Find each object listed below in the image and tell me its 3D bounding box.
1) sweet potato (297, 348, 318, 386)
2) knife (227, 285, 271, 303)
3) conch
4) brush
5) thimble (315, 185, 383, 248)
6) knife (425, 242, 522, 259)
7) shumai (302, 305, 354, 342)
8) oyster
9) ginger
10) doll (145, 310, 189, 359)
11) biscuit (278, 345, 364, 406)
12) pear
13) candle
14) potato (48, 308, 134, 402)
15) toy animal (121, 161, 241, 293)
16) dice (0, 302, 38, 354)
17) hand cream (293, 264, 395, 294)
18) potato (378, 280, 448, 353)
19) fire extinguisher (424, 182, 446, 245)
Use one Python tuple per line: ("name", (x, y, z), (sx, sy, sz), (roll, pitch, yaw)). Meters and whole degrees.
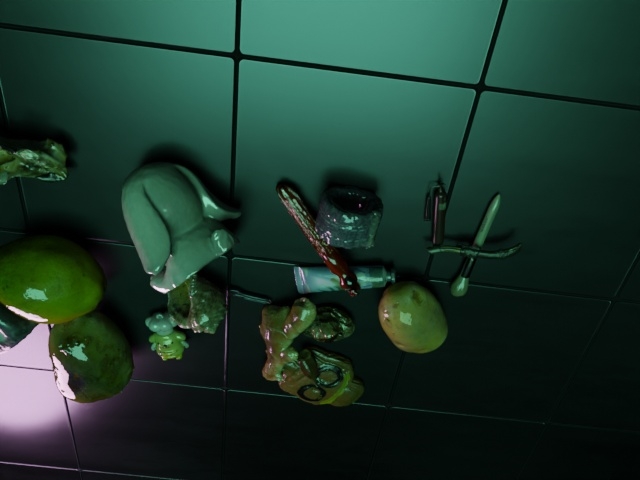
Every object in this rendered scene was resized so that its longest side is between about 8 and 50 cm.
("sweet potato", (-0.028, 0.361, 1.519), (0.049, 0.049, 0.117), (-17, 109, 13))
("knife", (-0.188, 0.146, 1.442), (0.121, 0.018, 0.031), (13, 125, -9))
("conch", (-0.325, 0.151, 1.384), (0.155, 0.130, 0.207), (-24, 106, 2))
("brush", (0.381, 0.019, 1.329), (0.042, 0.039, 0.299), (18, 120, 4))
("thimble", (0.064, -0.052, 1.222), (0.150, 0.150, 0.097), (10, 120, -5))
("knife", (0.364, 0.027, 1.303), (0.222, 0.021, 0.045), (-1, 117, 8))
("shumai", (0.008, 0.239, 1.459), (0.139, 0.105, 0.123), (18, 130, 21))
("oyster", (-0.721, -0.192, 1.169), (0.337, 0.133, 0.197), (3, 122, -3))
("ginger", (-0.107, 0.268, 1.465), (0.148, 0.081, 0.333), (25, 122, 14))
("doll", (-0.424, 0.262, 1.501), (0.106, 0.062, 0.162), (-6, 122, 0))
("biscuit", (-0.005, 0.401, 1.592), (0.290, 0.041, 0.208), (30, 119, -17))
("pear", (-0.652, 0.093, 1.311), (0.269, 0.212, 0.212), (18, 123, -26))
("candle", (0.000, 0.000, 1.287), (0.051, 0.048, 0.329), (-16, 115, 49))
("potato", (-0.624, 0.314, 1.478), (0.210, 0.173, 0.307), (3, 127, 3))
("toy animal", (-0.320, -0.054, 1.211), (0.206, 0.272, 0.264), (-27, 98, 49))
("dice", (-0.826, 0.171, 1.384), (0.182, 0.181, 0.183), (-30, 120, 20))
("hand cream", (0.061, 0.095, 1.385), (0.256, 0.055, 0.088), (-2, 124, 12))
("potato", (0.235, 0.207, 1.403), (0.150, 0.146, 0.233), (-5, 130, 42))
("fire extinguisher", (0.270, -0.067, 1.277), (0.049, 0.035, 0.173), (22, 132, 34))
